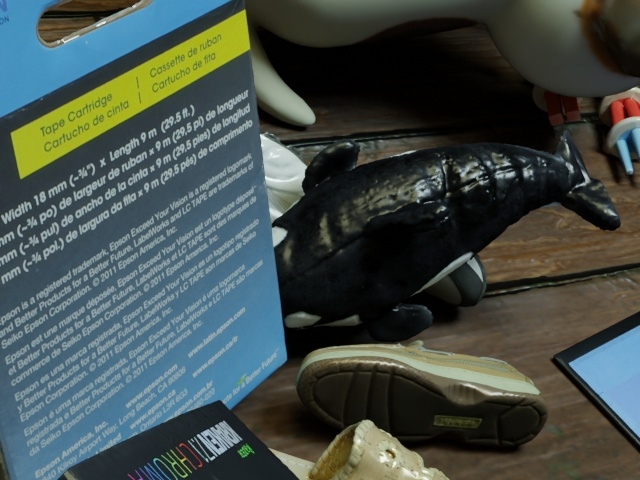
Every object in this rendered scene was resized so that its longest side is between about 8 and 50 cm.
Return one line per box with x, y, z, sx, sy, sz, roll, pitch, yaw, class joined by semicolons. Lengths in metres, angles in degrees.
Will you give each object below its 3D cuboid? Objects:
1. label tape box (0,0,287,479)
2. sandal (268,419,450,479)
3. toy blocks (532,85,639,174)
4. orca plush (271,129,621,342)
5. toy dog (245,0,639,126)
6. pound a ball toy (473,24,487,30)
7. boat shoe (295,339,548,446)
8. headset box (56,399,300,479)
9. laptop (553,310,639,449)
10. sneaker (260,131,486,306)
-0.140;-0.018;0.672;0.106;0.334;0.240;15;35;31;label tape box
0.011;0.143;0.702;0.240;0.079;0.088;9;38;17;sandal
0.272;-0.127;1.168;0.123;0.054;0.148;12;43;-11;toy blocks
0.081;-0.001;0.827;0.287;0.151;0.102;-5;4;-12;orca plush
0.137;-0.265;1.029;0.407;0.284;0.395;18;84;-5;toy dog
0.186;-0.286;1.265;0.319;0.136;0.208;16;77;-12;pound a ball toy
0.067;0.102;0.846;0.190;0.068;0.072;14;29;-22;boat shoe
-0.013;0.222;0.504;0.283;0.131;0.246;44;4;8;headset box
0.366;0.102;0.901;0.234;0.264;0.137;-20;92;-36;laptop
0.000;0.000;0.911;0.271;0.100;0.108;22;78;-11;sneaker
